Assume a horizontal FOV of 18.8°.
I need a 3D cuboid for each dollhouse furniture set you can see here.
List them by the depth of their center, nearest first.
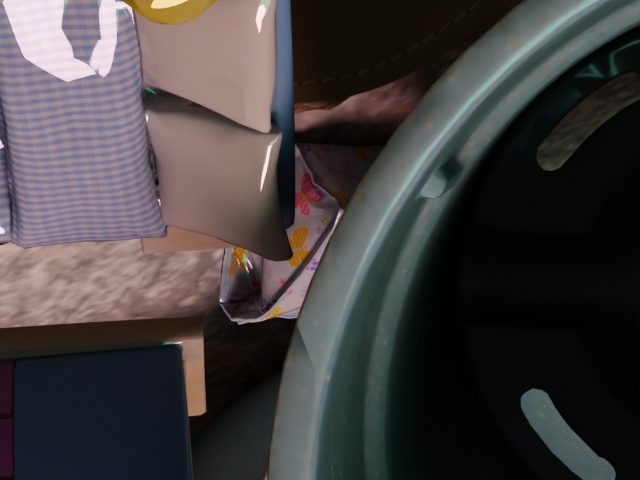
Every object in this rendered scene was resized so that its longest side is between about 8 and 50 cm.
[{"bbox_3d":[-0.144,0.039,0.518,0.286,0.198,0.303,-4,139,-5],"label":"dollhouse furniture set"}]

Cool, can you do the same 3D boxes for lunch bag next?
[{"bbox_3d":[0.000,0.000,0.812,0.071,0.053,0.083,-3,136,-44],"label":"lunch bag"}]

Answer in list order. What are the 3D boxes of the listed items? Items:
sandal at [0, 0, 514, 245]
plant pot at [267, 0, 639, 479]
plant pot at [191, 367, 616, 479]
[{"bbox_3d":[-0.032,-0.075,0.641,0.240,0.088,0.079,-27,-173,17],"label":"sandal"},{"bbox_3d":[0.167,0.046,0.662,0.341,0.341,0.334,-31,-174,9],"label":"plant pot"},{"bbox_3d":[0.018,0.180,0.969,0.290,0.290,0.195,-7,-176,-36],"label":"plant pot"}]
